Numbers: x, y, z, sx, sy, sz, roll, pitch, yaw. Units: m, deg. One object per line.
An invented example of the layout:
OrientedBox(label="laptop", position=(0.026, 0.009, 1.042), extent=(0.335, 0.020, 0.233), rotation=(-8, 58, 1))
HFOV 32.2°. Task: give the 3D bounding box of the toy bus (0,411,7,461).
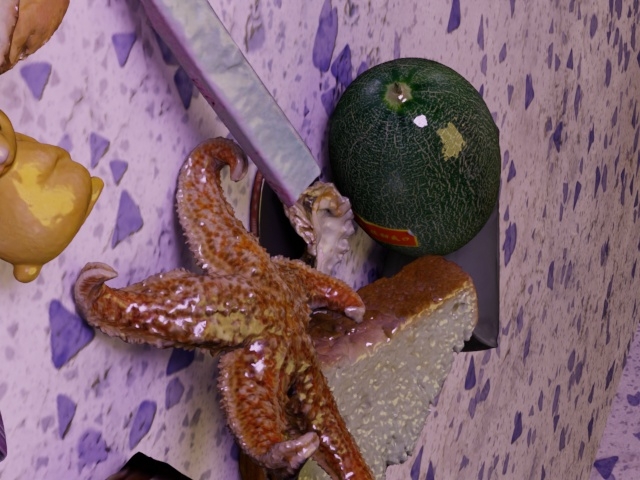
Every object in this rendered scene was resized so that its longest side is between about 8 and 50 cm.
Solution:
OrientedBox(label="toy bus", position=(-0.240, 0.057, 0.581), extent=(0.178, 0.087, 0.098), rotation=(72, -4, -46))

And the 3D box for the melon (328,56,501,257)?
OrientedBox(label="melon", position=(0.100, -0.089, 1.166), extent=(0.288, 0.182, 0.182), rotation=(68, 38, -59))

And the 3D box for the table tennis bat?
OrientedBox(label="table tennis bat", position=(-0.029, 0.003, 1.116), extent=(0.130, 0.019, 0.220), rotation=(-46, 137, -50))

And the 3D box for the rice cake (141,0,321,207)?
OrientedBox(label="rice cake", position=(-0.085, -0.141, 0.846), extent=(0.051, 0.081, 0.290), rotation=(-34, 129, 0))

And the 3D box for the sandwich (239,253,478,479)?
OrientedBox(label="sandwich", position=(0.044, 0.175, 1.131), extent=(0.288, 0.099, 0.254), rotation=(-27, 118, -33))

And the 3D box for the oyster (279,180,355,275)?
OrientedBox(label="oyster", position=(0.000, 0.000, 1.100), extent=(0.146, 0.045, 0.121), rotation=(-16, 108, -69))

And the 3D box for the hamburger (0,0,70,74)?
OrientedBox(label="hamburger", position=(-0.191, -0.225, 0.587), extent=(0.131, 0.124, 0.262), rotation=(-56, 155, -77))

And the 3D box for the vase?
OrientedBox(label="vase", position=(0.153, -0.004, 1.378), extent=(0.251, 0.156, 0.301), rotation=(116, -15, -69))

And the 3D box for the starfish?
OrientedBox(label="starfish", position=(-0.051, 0.077, 0.887), extent=(0.312, 0.113, 0.303), rotation=(37, 32, -35))

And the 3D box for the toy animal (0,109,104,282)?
OrientedBox(label="toy animal", position=(-0.205, -0.046, 0.665), extent=(0.159, 0.070, 0.083), rotation=(54, 52, -51))

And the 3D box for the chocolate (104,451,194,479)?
OrientedBox(label="chocolate", position=(-0.093, 0.323, 0.861), extent=(0.210, 0.225, 0.340), rotation=(-58, 149, -18))
